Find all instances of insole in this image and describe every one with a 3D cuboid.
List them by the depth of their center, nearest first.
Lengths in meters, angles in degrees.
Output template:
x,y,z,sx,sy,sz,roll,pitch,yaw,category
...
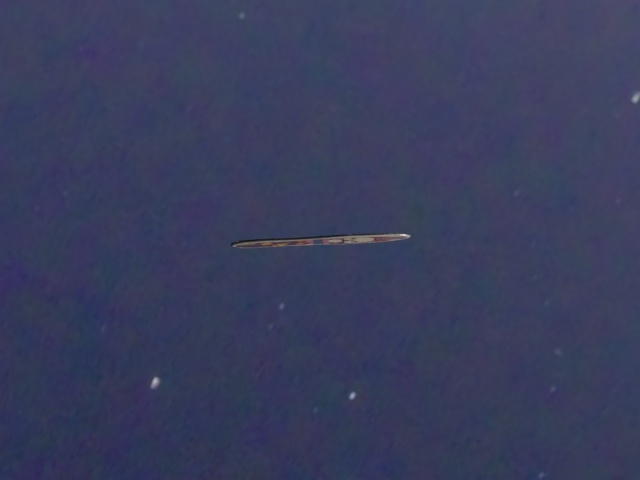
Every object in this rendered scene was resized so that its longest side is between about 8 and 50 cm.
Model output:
x,y,z,sx,sy,sz,roll,pitch,yaw,category
0.000,0.000,1.607,0.197,0.065,0.004,-3,-97,0,insole
